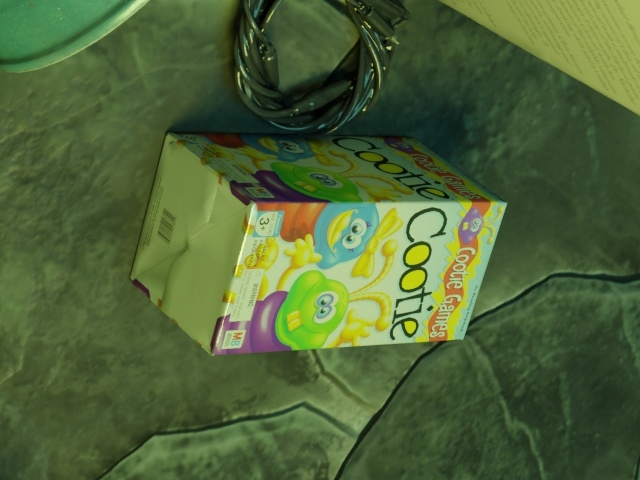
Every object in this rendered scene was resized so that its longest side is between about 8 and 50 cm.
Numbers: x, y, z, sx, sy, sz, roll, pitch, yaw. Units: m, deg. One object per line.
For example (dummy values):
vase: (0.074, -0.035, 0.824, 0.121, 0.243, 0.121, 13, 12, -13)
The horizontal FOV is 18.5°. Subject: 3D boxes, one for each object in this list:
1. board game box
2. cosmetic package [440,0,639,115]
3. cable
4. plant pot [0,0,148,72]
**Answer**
board game box: (0.000, 0.000, 1.698, 0.275, 0.142, 0.144, -2, 117, -38)
cosmetic package: (0.228, -0.234, 1.515, 0.161, 0.453, 0.230, -46, 136, -6)
cable: (-0.012, -0.165, 1.663, 0.184, 0.047, 0.150, 23, 106, -47)
plant pot: (-0.214, -0.292, 1.276, 0.272, 0.271, 0.255, -50, 122, -3)
